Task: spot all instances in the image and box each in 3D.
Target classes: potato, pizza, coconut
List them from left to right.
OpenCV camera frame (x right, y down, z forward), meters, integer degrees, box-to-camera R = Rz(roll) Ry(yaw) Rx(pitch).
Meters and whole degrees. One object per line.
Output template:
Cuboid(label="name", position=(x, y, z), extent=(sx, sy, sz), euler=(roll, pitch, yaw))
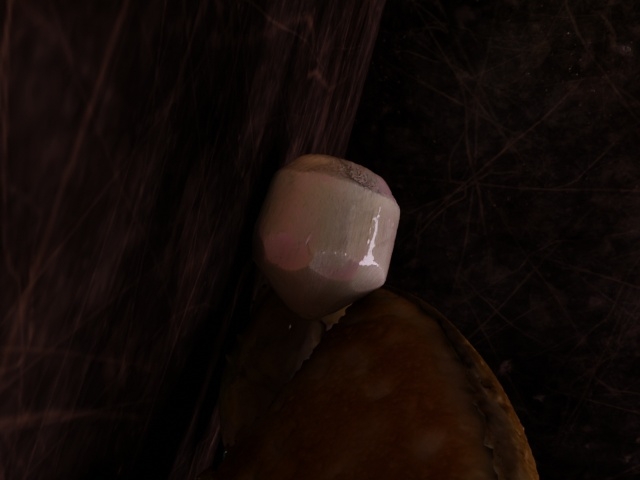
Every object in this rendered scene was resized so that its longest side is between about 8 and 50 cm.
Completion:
Cuboid(label="potato", position=(-0.025, 0.186, 0.941), extent=(0.229, 0.229, 0.266), euler=(103, 0, -54))
Cuboid(label="pizza", position=(0.000, 0.245, 0.712), extent=(0.406, 0.130, 0.440), euler=(-33, -156, 8))
Cuboid(label="coconut", position=(0.000, 0.000, 0.835), extent=(0.171, 0.170, 0.183), euler=(86, 22, -83))

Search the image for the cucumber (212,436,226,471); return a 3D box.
Cuboid(label="cucumber", position=(-0.145, 0.343, 1.207), extent=(0.070, 0.046, 0.220), euler=(105, 4, -84))
